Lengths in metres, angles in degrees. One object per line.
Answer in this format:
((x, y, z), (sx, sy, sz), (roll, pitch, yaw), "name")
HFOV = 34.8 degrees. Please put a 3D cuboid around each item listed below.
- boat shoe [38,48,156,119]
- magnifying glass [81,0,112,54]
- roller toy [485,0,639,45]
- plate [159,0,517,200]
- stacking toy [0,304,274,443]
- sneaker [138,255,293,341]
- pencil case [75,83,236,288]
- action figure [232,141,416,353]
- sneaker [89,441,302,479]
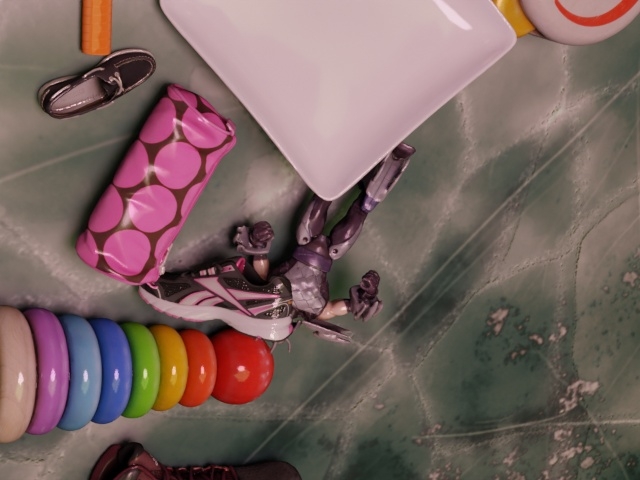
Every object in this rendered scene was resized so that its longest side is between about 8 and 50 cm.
((-0.221, -0.156, 1.029), (0.125, 0.038, 0.046), (-21, 126, -17), "boat shoe")
((-0.214, -0.295, 0.984), (0.092, 0.026, 0.231), (-4, 111, -25), "magnifying glass")
((0.274, -0.319, 1.134), (0.209, 0.146, 0.191), (-2, 112, -25), "roller toy")
((0.020, -0.229, 1.070), (0.278, 0.045, 0.277), (-41, 102, -4), "plate")
((-0.199, 0.139, 1.124), (0.330, 0.141, 0.141), (1, 111, -32), "stacking toy")
((-0.109, 0.050, 1.123), (0.178, 0.072, 0.077), (13, 101, 9), "sneaker")
((-0.167, -0.055, 1.072), (0.098, 0.095, 0.209), (30, 98, -1), "pencil case")
((0.000, 0.000, 1.164), (0.185, 0.099, 0.285), (26, 91, -14), "action figure")
((-0.163, 0.296, 1.221), (0.281, 0.106, 0.162), (-21, 116, -16), "sneaker")
